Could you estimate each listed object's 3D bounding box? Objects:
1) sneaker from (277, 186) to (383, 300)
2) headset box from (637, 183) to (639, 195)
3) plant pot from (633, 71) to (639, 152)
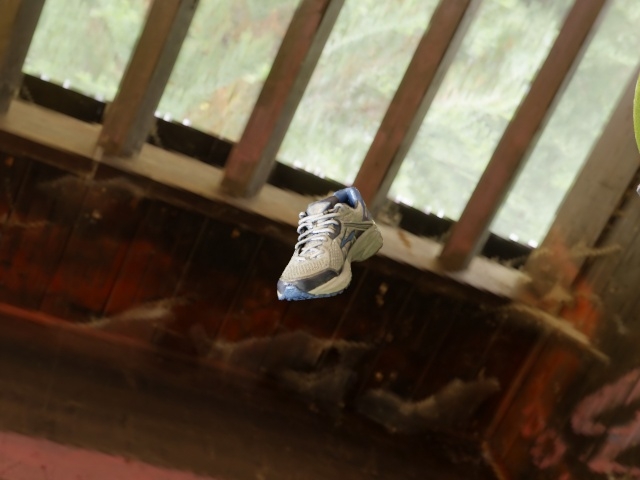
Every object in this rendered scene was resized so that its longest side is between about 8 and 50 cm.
[{"bbox_3d":[0.000,0.000,0.776,0.052,0.058,0.135,-7,-160,25],"label":"sneaker"},{"bbox_3d":[0.285,0.011,0.414,0.293,0.110,0.218,-9,-125,-36],"label":"headset box"},{"bbox_3d":[0.421,0.006,0.803,0.366,0.366,0.353,24,-134,-5],"label":"plant pot"}]
